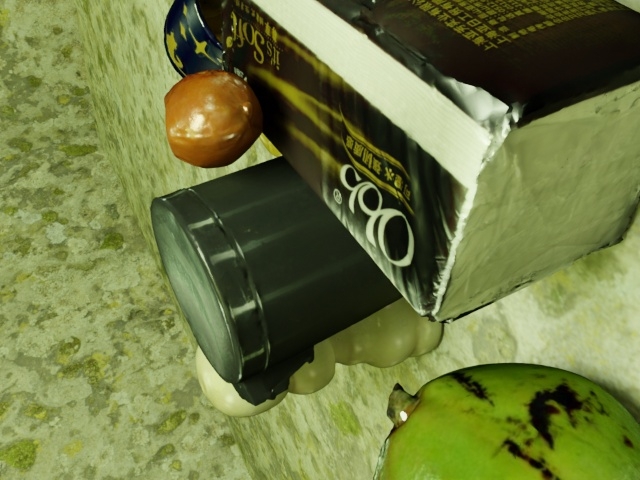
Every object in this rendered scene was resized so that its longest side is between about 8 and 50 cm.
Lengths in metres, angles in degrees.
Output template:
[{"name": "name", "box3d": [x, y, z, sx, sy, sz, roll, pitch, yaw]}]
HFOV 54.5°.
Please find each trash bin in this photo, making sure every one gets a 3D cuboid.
[{"name": "trash bin", "box3d": [0.000, 0.000, 0.669, 0.203, 0.302, 0.252, -9, 104, 66]}]

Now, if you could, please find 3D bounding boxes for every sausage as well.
[{"name": "sausage", "box3d": [-0.100, -0.108, 0.564, 0.179, 0.089, 0.089, -159, 52, -78]}]

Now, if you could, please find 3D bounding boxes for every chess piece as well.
[{"name": "chess piece", "box3d": [-0.013, 0.119, 0.790, 0.167, 0.300, 0.167, 46, 145, 45]}]

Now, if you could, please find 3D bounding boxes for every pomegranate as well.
[{"name": "pomegranate", "box3d": [0.196, 0.245, 0.524, 0.341, 0.260, 0.260, 26, 140, 17]}]

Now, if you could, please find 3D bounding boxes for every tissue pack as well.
[{"name": "tissue pack", "box3d": [0.072, -0.142, 0.513, 0.370, 0.210, 0.198, 52, 155, 38]}]

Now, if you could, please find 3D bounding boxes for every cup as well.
[{"name": "cup", "box3d": [-0.115, -0.252, 0.832, 0.256, 0.179, 0.254, -173, 92, -67]}]
